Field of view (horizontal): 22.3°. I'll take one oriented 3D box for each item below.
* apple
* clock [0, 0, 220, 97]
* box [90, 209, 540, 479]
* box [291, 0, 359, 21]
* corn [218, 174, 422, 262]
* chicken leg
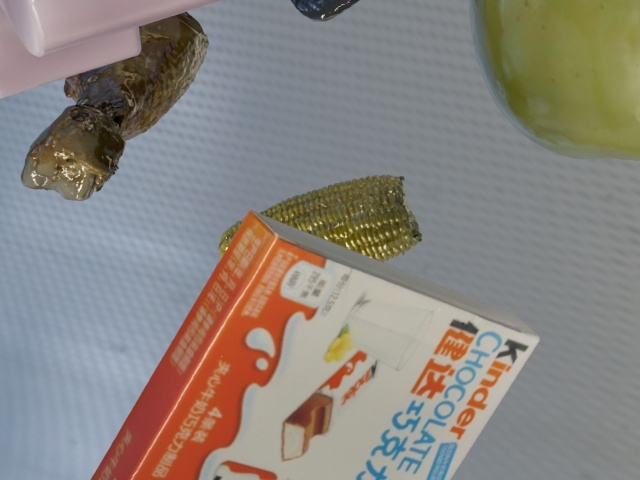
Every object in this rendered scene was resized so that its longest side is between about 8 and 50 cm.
[{"bbox_3d":[0.284,-0.213,1.228,0.357,0.357,0.357,18,137,18],"label":"apple"},{"bbox_3d":[-0.122,-0.153,0.678,0.290,0.080,0.275,89,156,-57],"label":"clock"},{"bbox_3d":[-0.009,0.138,1.152,0.265,0.273,0.048,20,-165,-38],"label":"box"},{"bbox_3d":[0.039,-0.328,1.591,0.201,0.212,0.042,-33,141,18],"label":"box"},{"bbox_3d":[0.000,0.000,1.339,0.165,0.063,0.085,-19,99,9],"label":"corn"},{"bbox_3d":[-0.134,-0.093,1.050,0.087,0.251,0.107,24,118,-6],"label":"chicken leg"}]
